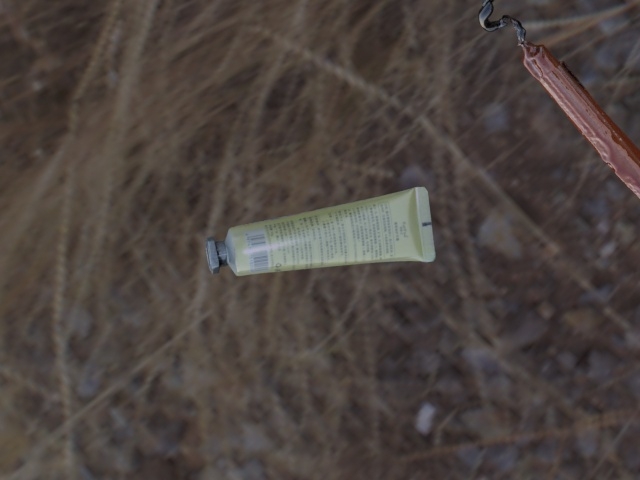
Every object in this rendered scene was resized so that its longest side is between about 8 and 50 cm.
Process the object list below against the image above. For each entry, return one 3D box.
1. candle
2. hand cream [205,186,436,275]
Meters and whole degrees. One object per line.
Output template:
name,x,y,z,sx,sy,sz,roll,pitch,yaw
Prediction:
candle,0.151,-0.079,1.140,0.167,0.026,0.021,48,128,-7
hand cream,0.000,0.000,0.867,0.102,0.022,0.035,-9,96,-8
